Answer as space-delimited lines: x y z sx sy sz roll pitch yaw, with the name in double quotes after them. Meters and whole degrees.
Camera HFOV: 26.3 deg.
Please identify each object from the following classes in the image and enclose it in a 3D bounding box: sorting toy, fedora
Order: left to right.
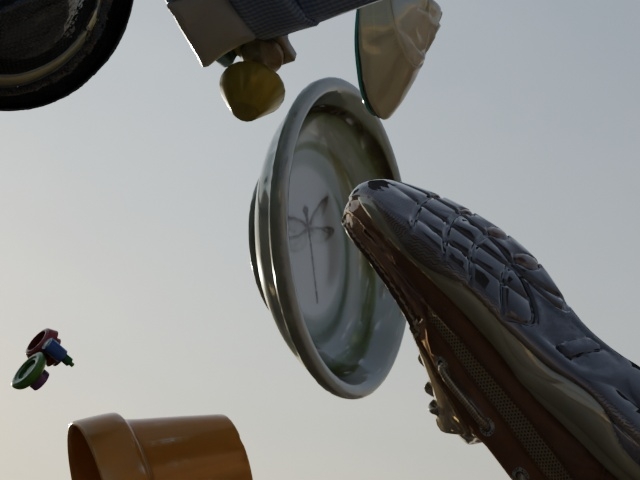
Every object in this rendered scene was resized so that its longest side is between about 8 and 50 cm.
-0.383 -0.335 1.718 0.334 0.334 0.152 13 -14 -12 "fedora"
-0.317 0.143 1.593 0.061 0.102 0.042 -34 -65 25 "sorting toy"

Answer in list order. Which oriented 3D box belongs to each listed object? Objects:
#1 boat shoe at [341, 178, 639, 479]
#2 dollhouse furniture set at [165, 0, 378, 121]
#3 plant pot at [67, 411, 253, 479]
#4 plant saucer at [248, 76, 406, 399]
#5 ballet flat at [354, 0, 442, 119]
0.114 0.083 0.910 0.123 0.324 0.116 2 -52 -49 "boat shoe"
-0.011 -0.194 0.754 0.286 0.198 0.303 -13 -51 26 "dollhouse furniture set"
-0.191 0.299 1.682 0.188 0.205 0.205 -13 -18 -22 "plant pot"
0.000 0.000 1.721 0.100 0.401 0.400 -5 -28 25 "plant saucer"
0.076 -0.237 1.303 0.086 0.248 0.086 -2 -19 -1 "ballet flat"
